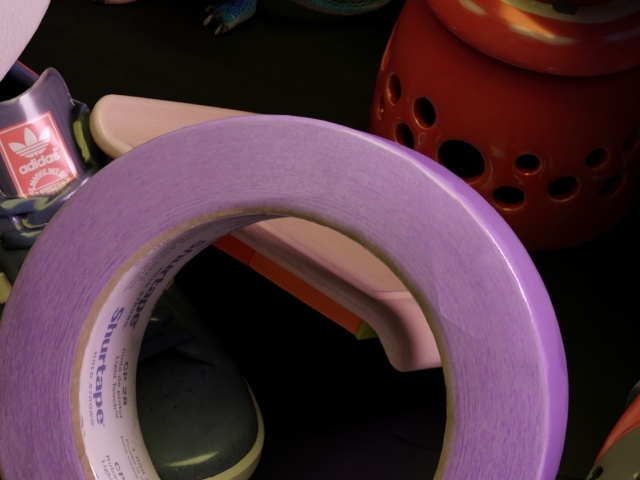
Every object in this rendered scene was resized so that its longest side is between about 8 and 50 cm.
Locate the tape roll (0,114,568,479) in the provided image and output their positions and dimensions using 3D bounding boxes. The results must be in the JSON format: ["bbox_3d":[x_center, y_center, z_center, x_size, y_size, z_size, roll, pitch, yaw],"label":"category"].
[{"bbox_3d":[-0.019,0.077,0.948,0.275,0.274,0.090,23,6,13],"label":"tape roll"}]

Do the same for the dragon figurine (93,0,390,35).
[{"bbox_3d":[-0.081,-0.227,1.321,0.289,0.144,0.085,15,46,5],"label":"dragon figurine"}]

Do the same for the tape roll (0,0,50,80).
[{"bbox_3d":[-0.336,-0.132,1.118,0.392,0.072,0.392,-15,43,14],"label":"tape roll"}]

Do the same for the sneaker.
[{"bbox_3d":[-0.152,-0.002,1.083,0.131,0.148,0.350,-25,55,-30],"label":"sneaker"}]

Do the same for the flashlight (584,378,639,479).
[{"bbox_3d":[0.157,0.171,1.001,0.103,0.103,0.304,31,47,16],"label":"flashlight"}]

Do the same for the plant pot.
[{"bbox_3d":[0.132,-0.115,1.230,0.191,0.174,0.191,3,46,-4],"label":"plant pot"}]

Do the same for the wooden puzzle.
[{"bbox_3d":[0.000,0.000,1.123,0.239,0.044,0.221,37,16,22],"label":"wooden puzzle"}]
